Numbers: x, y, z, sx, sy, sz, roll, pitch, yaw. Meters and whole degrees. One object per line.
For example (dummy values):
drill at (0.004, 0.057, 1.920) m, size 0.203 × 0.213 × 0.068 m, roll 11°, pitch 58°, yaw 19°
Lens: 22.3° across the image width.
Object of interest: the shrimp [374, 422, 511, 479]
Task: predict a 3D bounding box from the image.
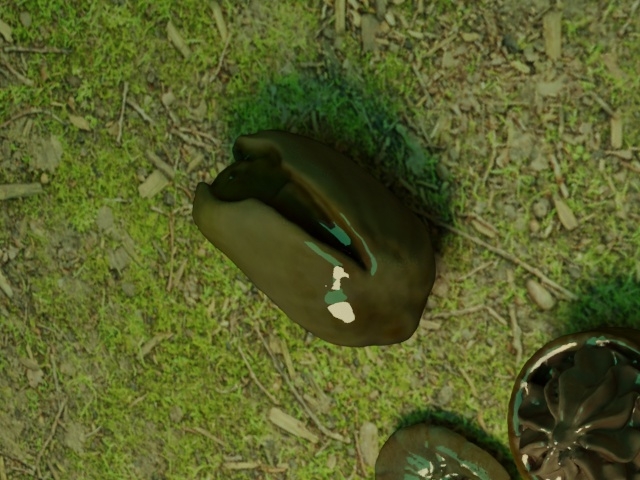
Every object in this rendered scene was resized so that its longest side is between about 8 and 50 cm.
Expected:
shrimp at (0.162, 0.298, 1.709) m, size 0.254 × 0.059 × 0.145 m, roll 47°, pitch 112°, yaw 19°

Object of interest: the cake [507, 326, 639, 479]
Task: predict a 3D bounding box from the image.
cake at (0.265, 0.190, 1.544) m, size 0.185 × 0.178 × 0.207 m, roll 10°, pitch 111°, yaw 29°

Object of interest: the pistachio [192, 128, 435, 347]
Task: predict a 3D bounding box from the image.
pistachio at (0.000, 0.000, 1.678) m, size 0.166 × 0.197 × 0.288 m, roll -44°, pitch 60°, yaw -11°
